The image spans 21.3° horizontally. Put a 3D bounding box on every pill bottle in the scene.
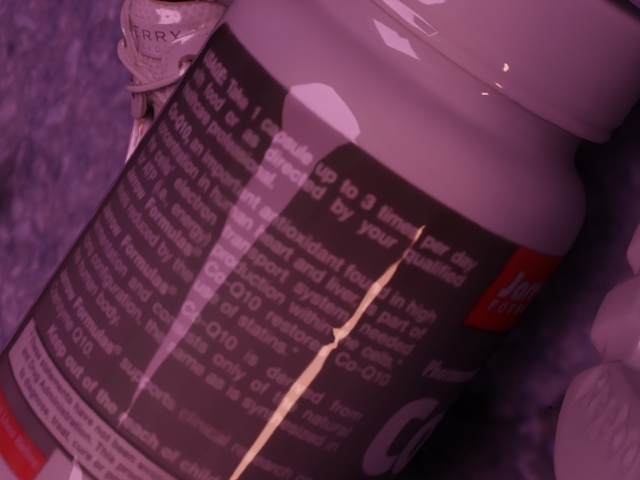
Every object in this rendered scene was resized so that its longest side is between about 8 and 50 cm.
[{"bbox_3d":[0.000,0.000,0.664,0.283,0.161,0.161,-55,51,15],"label":"pill bottle"}]

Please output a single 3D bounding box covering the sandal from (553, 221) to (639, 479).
[{"bbox_3d":[0.213,-0.068,0.538,0.416,0.102,0.169,-56,13,-4],"label":"sandal"}]

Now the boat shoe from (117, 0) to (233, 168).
[{"bbox_3d":[-0.051,-0.089,0.772,0.098,0.096,0.277,18,90,41],"label":"boat shoe"}]
